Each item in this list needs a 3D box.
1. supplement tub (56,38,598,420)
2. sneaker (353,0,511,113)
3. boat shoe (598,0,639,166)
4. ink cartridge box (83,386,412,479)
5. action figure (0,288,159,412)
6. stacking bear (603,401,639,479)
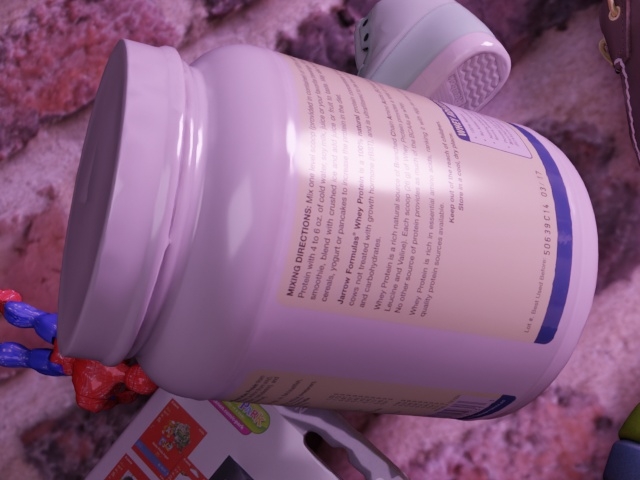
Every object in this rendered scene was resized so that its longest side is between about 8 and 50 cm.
[{"bbox_3d":[0.000,0.000,0.509,0.325,0.235,0.235,11,82,-25],"label":"supplement tub"},{"bbox_3d":[0.047,-0.125,0.679,0.256,0.094,0.151,-41,46,22],"label":"sneaker"},{"bbox_3d":[0.290,-0.196,0.600,0.116,0.096,0.324,3,83,-23],"label":"boat shoe"},{"bbox_3d":[-0.038,0.261,0.603,0.309,0.130,0.272,40,92,19],"label":"ink cartridge box"},{"bbox_3d":[-0.225,0.111,0.714,0.280,0.139,0.091,8,85,42],"label":"action figure"},{"bbox_3d":[0.299,0.141,0.513,0.164,0.175,0.289,28,82,17],"label":"stacking bear"}]
